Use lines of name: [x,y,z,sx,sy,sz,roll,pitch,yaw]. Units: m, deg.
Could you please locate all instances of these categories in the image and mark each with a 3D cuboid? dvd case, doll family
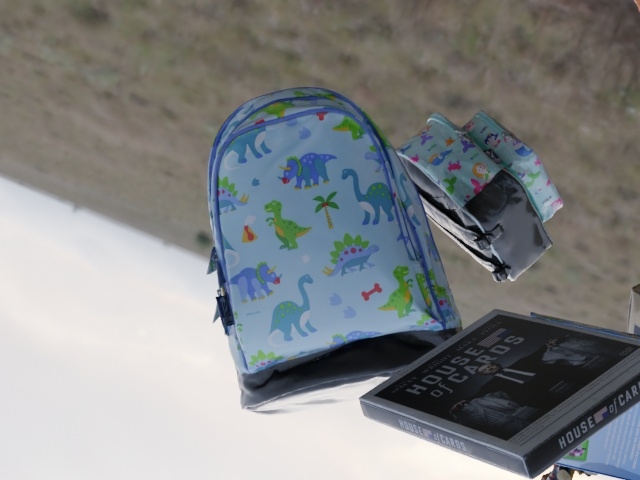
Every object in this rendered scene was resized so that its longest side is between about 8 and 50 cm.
dvd case: [0.168,0.128,1.178,0.239,0.179,0.029,11,126,57]
doll family: [0.367,0.351,1.977,0.076,0.193,0.111,30,170,-6]

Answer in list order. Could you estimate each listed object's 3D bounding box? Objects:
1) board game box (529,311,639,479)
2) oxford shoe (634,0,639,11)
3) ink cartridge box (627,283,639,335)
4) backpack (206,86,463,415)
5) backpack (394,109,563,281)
board game box: [0.321,0.180,1.479,0.212,0.160,0.039,12,-173,8]
oxford shoe: [0.517,-0.389,1.923,0.133,0.363,0.130,-26,153,24]
ink cartridge box: [0.540,0.092,1.693,0.235,0.088,0.193,-25,-139,-29]
backpack: [0.000,0.000,1.539,0.290,0.355,0.273,-11,164,12]
backpack: [0.238,-0.086,2.072,0.253,0.191,0.225,36,170,41]
